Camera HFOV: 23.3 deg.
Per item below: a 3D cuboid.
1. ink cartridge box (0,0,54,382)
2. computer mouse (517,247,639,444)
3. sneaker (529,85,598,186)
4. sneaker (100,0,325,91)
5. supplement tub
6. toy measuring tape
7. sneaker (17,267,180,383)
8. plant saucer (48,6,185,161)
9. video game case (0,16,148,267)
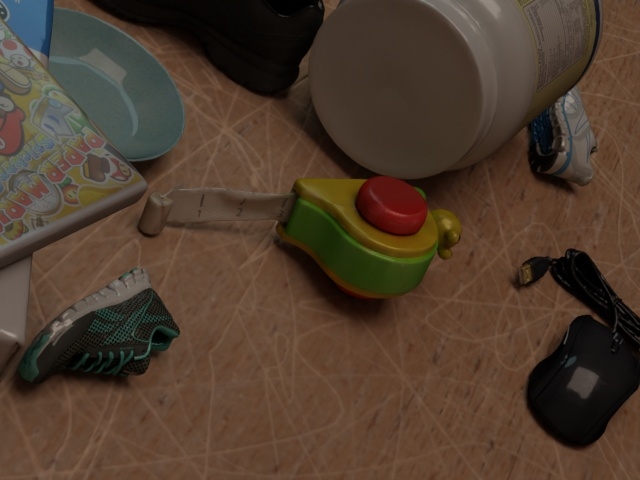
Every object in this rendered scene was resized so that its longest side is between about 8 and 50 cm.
[{"bbox_3d":[-0.364,-0.065,1.149,0.286,0.166,0.394,20,41,-25],"label":"ink cartridge box"},{"bbox_3d":[0.271,0.092,1.622,0.184,0.060,0.262,47,37,8],"label":"computer mouse"},{"bbox_3d":[0.299,-0.138,1.889,0.083,0.071,0.190,29,46,-25],"label":"sneaker"},{"bbox_3d":[-0.124,-0.273,1.605,0.286,0.130,0.109,26,41,-16],"label":"sneaker"},{"bbox_3d":[0.150,-0.213,1.687,0.235,0.235,0.325,44,37,6],"label":"supplement tub"},{"bbox_3d":[0.000,0.000,1.450,0.330,0.121,0.121,0,52,-31],"label":"toy measuring tape"},{"bbox_3d":[-0.172,0.082,1.254,0.076,0.065,0.166,49,39,6],"label":"sneaker"},{"bbox_3d":[-0.220,-0.138,1.456,0.195,0.037,0.195,23,40,-21],"label":"plant saucer"},{"bbox_3d":[-0.258,-0.075,1.089,0.206,0.026,0.227,48,37,8],"label":"video game case"}]
